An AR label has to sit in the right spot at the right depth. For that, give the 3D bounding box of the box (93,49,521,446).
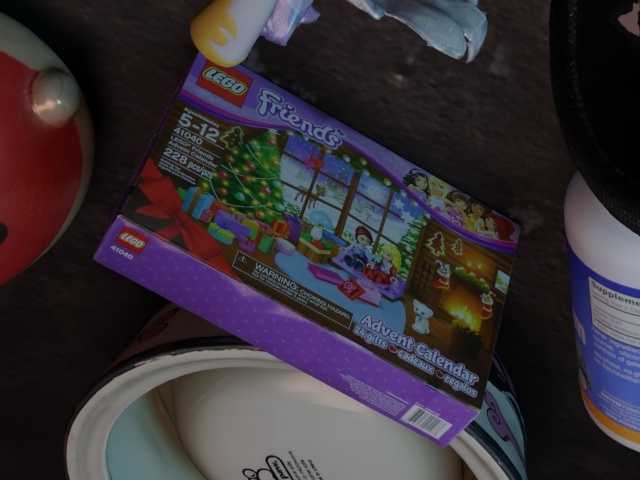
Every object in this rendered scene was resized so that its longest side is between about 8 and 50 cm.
[{"bbox_3d":[0.000,0.000,1.197,0.293,0.201,0.057,29,134,-10],"label":"box"}]

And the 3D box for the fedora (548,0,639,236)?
[{"bbox_3d":[0.278,-0.154,0.957,0.152,0.334,0.334,3,141,-28],"label":"fedora"}]

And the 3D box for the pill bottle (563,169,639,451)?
[{"bbox_3d":[0.254,0.015,1.165,0.152,0.152,0.272,1,131,16],"label":"pill bottle"}]

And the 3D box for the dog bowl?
[{"bbox_3d":[-0.006,0.182,1.404,0.407,0.150,0.408,9,134,9],"label":"dog bowl"}]

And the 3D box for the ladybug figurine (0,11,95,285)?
[{"bbox_3d":[-0.380,-0.045,1.301,0.449,0.162,0.305,-20,123,31],"label":"ladybug figurine"}]

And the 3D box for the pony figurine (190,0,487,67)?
[{"bbox_3d":[-0.026,-0.256,0.953,0.351,0.303,0.363,36,148,-5],"label":"pony figurine"}]
